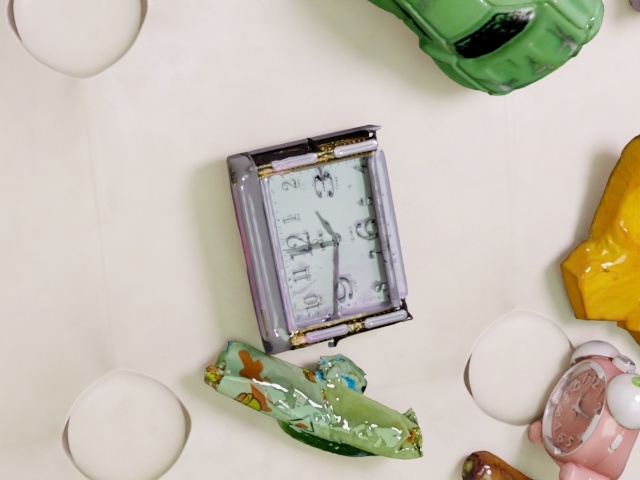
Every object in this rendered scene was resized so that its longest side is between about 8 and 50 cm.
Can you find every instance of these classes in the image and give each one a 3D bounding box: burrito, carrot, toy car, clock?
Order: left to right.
[{"bbox_3d":[0.000,0.000,1.686,0.186,0.083,0.253,-13,105,-11],"label":"clock"},{"bbox_3d":[0.002,0.180,1.735,0.288,0.054,0.104,24,67,-10],"label":"burrito"},{"bbox_3d":[0.138,-0.301,1.563,0.213,0.176,0.359,-31,114,33],"label":"toy car"},{"bbox_3d":[0.248,0.316,1.844,0.161,0.055,0.055,30,94,-26],"label":"carrot"},{"bbox_3d":[0.346,0.216,1.787,0.092,0.166,0.162,21,104,-19],"label":"clock"}]

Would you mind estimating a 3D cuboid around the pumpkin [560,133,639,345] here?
[{"bbox_3d":[0.429,0.035,1.799,0.258,0.095,0.290,18,101,-22],"label":"pumpkin"}]

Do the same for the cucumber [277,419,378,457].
[{"bbox_3d":[0.014,0.242,1.770,0.155,0.037,0.037,20,97,-15],"label":"cucumber"}]

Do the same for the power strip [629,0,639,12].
[{"bbox_3d":[0.410,-0.391,1.686,0.037,0.109,0.279,3,102,-12],"label":"power strip"}]
